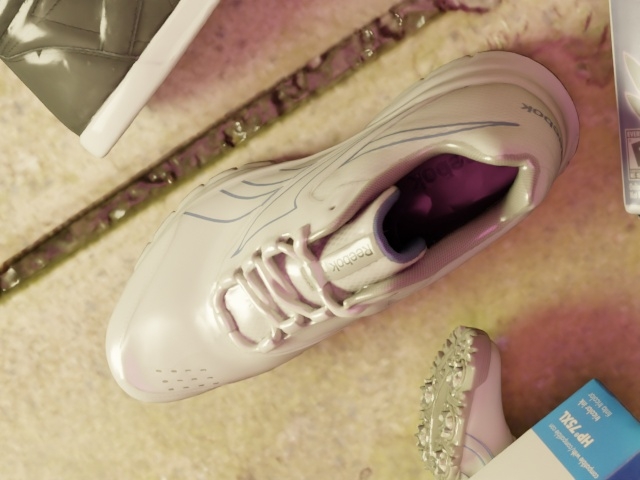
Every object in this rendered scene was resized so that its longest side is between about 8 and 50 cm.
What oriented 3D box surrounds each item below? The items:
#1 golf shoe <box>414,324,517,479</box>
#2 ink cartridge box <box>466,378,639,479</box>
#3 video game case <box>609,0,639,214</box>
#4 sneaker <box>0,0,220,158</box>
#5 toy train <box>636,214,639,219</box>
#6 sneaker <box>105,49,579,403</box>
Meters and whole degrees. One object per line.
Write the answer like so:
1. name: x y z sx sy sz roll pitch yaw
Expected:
1. golf shoe: 0.098 0.130 1.031 0.086 0.069 0.176 0 112 -10
2. ink cartridge box: 0.107 0.203 0.983 0.231 0.078 0.134 -38 119 0
3. video game case: 0.221 -0.104 0.845 0.201 0.023 0.183 0 98 47
4. sneaker: -0.093 -0.194 0.935 0.147 0.104 0.296 35 111 -8
5. toy train: 0.210 -0.034 0.985 0.083 0.017 0.024 -39 107 16
6. sneaker: 0.000 0.000 0.965 0.297 0.129 0.111 -34 100 16
